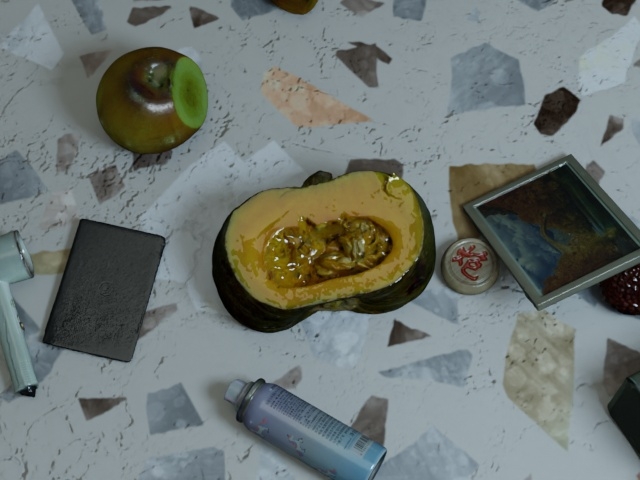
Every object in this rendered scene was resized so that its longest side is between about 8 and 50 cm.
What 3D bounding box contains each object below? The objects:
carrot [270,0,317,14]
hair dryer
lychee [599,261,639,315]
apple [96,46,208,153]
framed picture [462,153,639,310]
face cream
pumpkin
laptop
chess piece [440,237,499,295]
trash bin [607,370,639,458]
[{"bbox_3d":[-0.110,-0.439,2.193,0.260,0.070,0.070,40,75,16],"label":"carrot"},{"bbox_3d":[-0.452,0.115,2.000,0.131,0.073,0.236,-20,79,-4],"label":"hair dryer"},{"bbox_3d":[0.441,0.045,1.960,0.123,0.123,0.129,-33,60,-11],"label":"lychee"},{"bbox_3d":[-0.244,-0.203,2.062,0.163,0.147,0.146,-10,70,-4],"label":"apple"},{"bbox_3d":[0.327,-0.016,1.975,0.184,0.016,0.250,-25,40,-3],"label":"framed picture"},{"bbox_3d":[-0.025,0.256,1.917,0.229,0.075,0.075,29,73,13],"label":"face cream"},{"bbox_3d":[0.000,0.000,1.986,0.317,0.139,0.222,-12,72,0],"label":"pumpkin"},{"bbox_3d":[-0.308,0.071,2.031,0.135,0.016,0.197,13,71,6],"label":"laptop"},{"bbox_3d":[0.212,0.037,2.014,0.083,0.038,0.084,-1,67,2],"label":"chess piece"},{"bbox_3d":[0.523,0.195,1.882,0.240,0.164,0.122,-28,71,-12],"label":"trash bin"}]
